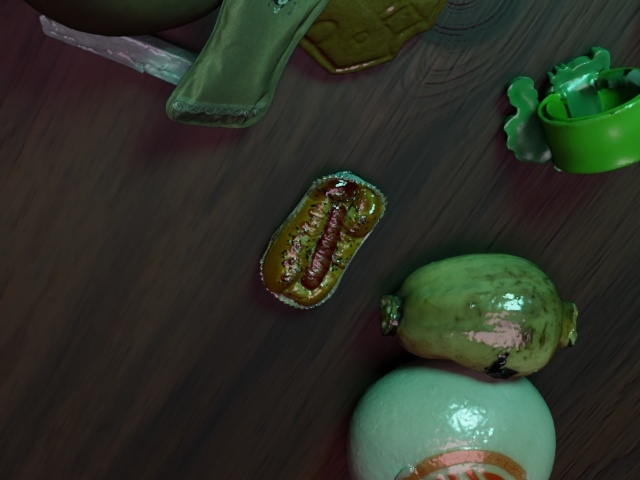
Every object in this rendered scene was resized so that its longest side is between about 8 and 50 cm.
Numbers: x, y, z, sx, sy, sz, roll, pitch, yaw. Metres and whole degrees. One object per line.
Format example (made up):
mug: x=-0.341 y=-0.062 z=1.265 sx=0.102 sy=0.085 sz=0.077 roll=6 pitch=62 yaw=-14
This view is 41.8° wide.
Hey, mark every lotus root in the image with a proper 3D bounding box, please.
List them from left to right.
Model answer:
lotus root: x=0.203 y=0.095 z=1.041 sx=0.257 sy=0.154 sz=0.140 roll=-1 pitch=147 yaw=1

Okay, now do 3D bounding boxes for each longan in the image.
longan: x=-0.186 y=-0.298 z=0.804 sx=0.246 sy=0.246 sz=0.215 roll=20 pitch=100 yaw=-13

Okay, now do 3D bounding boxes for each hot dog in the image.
hot dog: x=0.000 y=0.000 z=1.040 sx=0.108 sy=0.059 sz=0.191 roll=25 pitch=109 yaw=-20

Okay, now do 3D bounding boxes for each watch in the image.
watch: x=0.302 y=-0.128 z=0.950 sx=0.165 sy=0.152 sz=0.131 roll=-22 pitch=117 yaw=4

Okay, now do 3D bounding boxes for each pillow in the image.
pillow: x=-0.072 y=-0.199 z=0.868 sx=0.130 sy=0.033 sz=0.217 roll=0 pitch=138 yaw=-41

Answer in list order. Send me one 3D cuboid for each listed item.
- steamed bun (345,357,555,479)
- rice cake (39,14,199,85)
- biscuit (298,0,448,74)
steamed bun: x=0.175 y=0.291 z=1.107 sx=0.283 sy=0.177 sz=0.283 roll=-2 pitch=123 yaw=-2
rice cake: x=-0.187 y=-0.206 z=0.934 sx=0.245 sy=0.045 sz=0.042 roll=20 pitch=122 yaw=-14
biscuit: x=0.057 y=-0.268 z=0.882 sx=0.215 sy=0.034 sz=0.182 roll=-32 pitch=137 yaw=25
